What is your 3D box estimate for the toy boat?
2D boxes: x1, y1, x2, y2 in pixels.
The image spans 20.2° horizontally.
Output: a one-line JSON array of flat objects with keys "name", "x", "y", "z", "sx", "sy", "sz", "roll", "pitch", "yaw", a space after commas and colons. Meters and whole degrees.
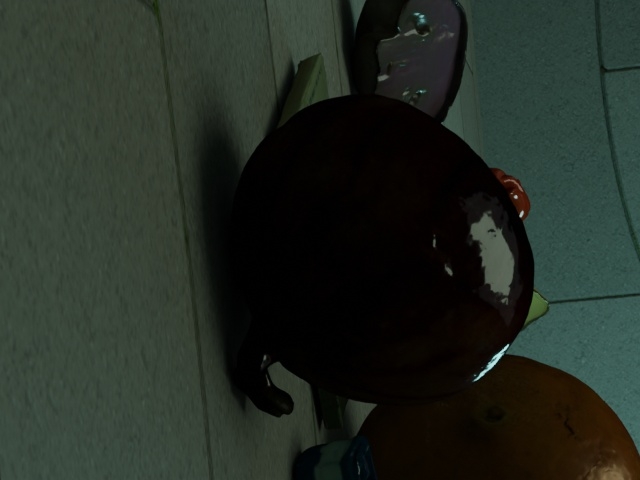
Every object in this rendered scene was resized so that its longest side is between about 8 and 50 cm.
[{"name": "toy boat", "x": 0.029, "y": 0.312, "z": 1.493, "sx": 0.096, "sy": 0.061, "sz": 0.299, "roll": -55, "pitch": 138, "yaw": -76}]

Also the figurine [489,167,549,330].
[{"name": "figurine", "x": 0.235, "y": -0.009, "z": 2.611, "sx": 0.208, "sy": 0.181, "sz": 0.257, "roll": 27, "pitch": 45, "yaw": -44}]

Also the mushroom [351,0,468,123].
[{"name": "mushroom", "x": 0.092, "y": -0.216, "z": 2.049, "sx": 0.117, "sy": 0.141, "sz": 0.188, "roll": 41, "pitch": -42, "yaw": 52}]

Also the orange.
[{"name": "orange", "x": 0.162, "y": 0.238, "z": 1.653, "sx": 0.284, "sy": 0.284, "sz": 0.226, "roll": -86, "pitch": 168, "yaw": -46}]

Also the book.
[{"name": "book", "x": 0.000, "y": 0.000, "z": 1.617, "sx": 0.201, "sy": 0.026, "sz": 0.289, "roll": -73, "pitch": 157, "yaw": -63}]

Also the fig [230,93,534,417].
[{"name": "fig", "x": 0.037, "y": 0.014, "z": 1.291, "sx": 0.214, "sy": 0.235, "sz": 0.235, "roll": -15, "pitch": 102, "yaw": -43}]
